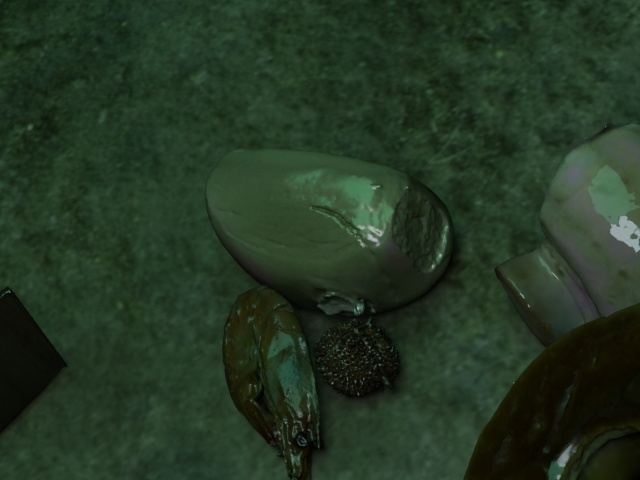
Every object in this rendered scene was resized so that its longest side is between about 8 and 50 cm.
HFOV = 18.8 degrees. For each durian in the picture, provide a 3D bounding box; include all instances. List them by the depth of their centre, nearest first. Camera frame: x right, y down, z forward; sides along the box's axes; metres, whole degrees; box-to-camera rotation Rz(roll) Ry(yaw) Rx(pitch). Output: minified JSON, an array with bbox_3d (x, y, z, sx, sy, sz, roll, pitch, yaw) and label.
[{"bbox_3d":[0.037,0.114,1.852,0.080,0.080,0.091,-39,57,-14],"label":"durian"}]

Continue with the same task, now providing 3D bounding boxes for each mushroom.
[{"bbox_3d":[0.293,0.007,1.782,0.236,0.162,0.173,-33,44,-6],"label":"mushroom"}]

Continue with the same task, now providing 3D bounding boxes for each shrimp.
[{"bbox_3d":[-0.045,0.143,1.869,0.051,0.115,0.217,4,50,-34],"label":"shrimp"}]

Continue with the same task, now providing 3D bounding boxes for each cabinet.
[{"bbox_3d":[-0.406,0.126,1.974,0.215,0.148,0.175,-46,49,-14],"label":"cabinet"}]

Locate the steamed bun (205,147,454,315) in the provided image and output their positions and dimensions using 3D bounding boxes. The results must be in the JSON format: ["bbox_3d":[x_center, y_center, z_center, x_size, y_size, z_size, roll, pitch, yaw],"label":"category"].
[{"bbox_3d":[0.000,0.000,1.916,0.239,0.170,0.152,5,73,27],"label":"steamed bun"}]

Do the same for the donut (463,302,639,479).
[{"bbox_3d":[0.271,0.220,1.569,0.330,0.160,0.330,-26,48,33],"label":"donut"}]
